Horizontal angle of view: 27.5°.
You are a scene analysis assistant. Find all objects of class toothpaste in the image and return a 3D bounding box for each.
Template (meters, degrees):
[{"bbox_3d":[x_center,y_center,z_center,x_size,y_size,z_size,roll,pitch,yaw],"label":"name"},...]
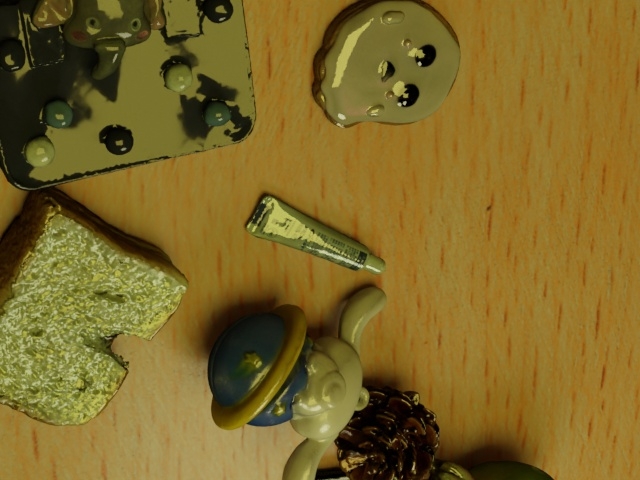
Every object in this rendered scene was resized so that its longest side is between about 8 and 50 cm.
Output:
[{"bbox_3d":[0.000,0.000,1.798,0.216,0.037,0.062,23,104,-27],"label":"toothpaste"}]

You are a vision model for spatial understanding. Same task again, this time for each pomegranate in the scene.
[{"bbox_3d":[0.253,0.429,2.016,0.236,0.236,0.302,-46,116,3],"label":"pomegranate"}]

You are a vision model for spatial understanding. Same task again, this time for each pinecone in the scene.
[{"bbox_3d":[0.093,0.294,1.908,0.173,0.173,0.173,-10,118,-19],"label":"pinecone"}]

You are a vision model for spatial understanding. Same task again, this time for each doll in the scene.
[{"bbox_3d":[-0.017,0.166,1.790,0.242,0.159,0.311,38,73,-12],"label":"doll"}]

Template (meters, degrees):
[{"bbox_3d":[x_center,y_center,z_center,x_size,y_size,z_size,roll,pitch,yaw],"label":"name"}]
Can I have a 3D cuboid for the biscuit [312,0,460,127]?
[{"bbox_3d":[0.094,-0.231,1.719,0.208,0.049,0.181,0,115,-22],"label":"biscuit"}]

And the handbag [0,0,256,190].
[{"bbox_3d":[-0.244,-0.214,1.541,0.325,0.118,0.269,-16,119,-18],"label":"handbag"}]

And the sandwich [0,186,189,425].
[{"bbox_3d":[-0.328,0.095,1.665,0.249,0.095,0.273,31,99,-36],"label":"sandwich"}]

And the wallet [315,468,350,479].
[{"bbox_3d":[0.016,0.495,2.044,0.169,0.044,0.317,-2,114,-19],"label":"wallet"}]
